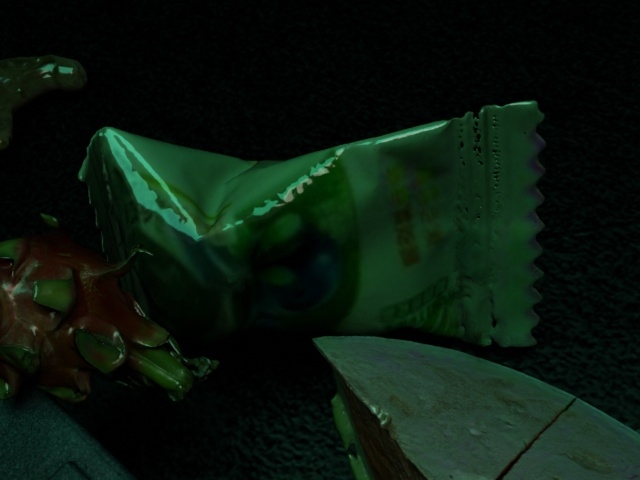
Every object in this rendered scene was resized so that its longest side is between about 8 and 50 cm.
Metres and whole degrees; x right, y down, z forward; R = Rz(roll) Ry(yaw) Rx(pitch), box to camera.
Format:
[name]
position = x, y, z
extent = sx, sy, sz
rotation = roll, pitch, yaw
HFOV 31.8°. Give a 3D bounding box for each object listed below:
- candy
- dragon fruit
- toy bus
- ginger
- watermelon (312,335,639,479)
[candy]
position = 0.000, 0.004, 1.001
extent = 0.398, 0.263, 0.172
rotation = -1, 44, 12
[dragon fruit]
position = -0.198, 0.063, 0.922
extent = 0.236, 0.137, 0.135
rotation = 13, 37, 6
[toy bus]
position = -0.222, 0.228, 0.954
extent = 0.275, 0.167, 0.138
rotation = 36, 69, 29
[ginger]
position = -0.431, -0.121, 1.286
extent = 0.166, 0.080, 0.333
rotation = 32, 70, 15
[watermelon]
position = 0.142, 0.248, 0.864
extent = 0.319, 0.222, 0.292
rotation = 13, 17, -23
